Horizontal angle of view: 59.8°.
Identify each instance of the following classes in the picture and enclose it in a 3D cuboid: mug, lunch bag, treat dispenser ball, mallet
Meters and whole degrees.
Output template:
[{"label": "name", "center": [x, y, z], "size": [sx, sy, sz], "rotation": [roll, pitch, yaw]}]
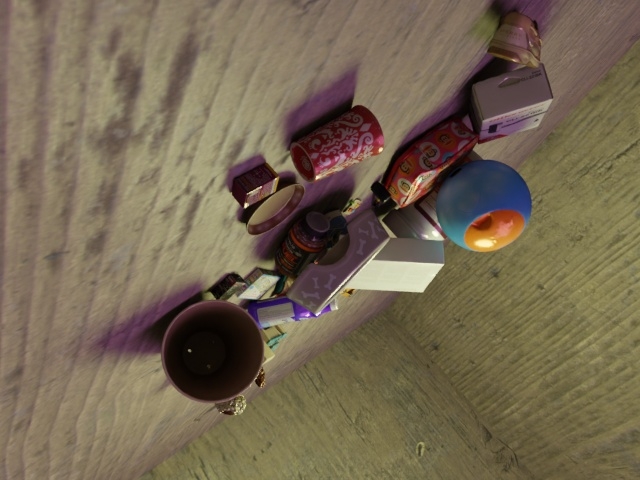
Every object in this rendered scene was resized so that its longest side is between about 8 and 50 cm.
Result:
[{"label": "mug", "center": [0.029, -0.185, 1.162], "size": [0.169, 0.113, 0.150], "rotation": [-30, 160, -22]}, {"label": "lunch bag", "center": [0.337, -0.228, 1.734], "size": [0.293, 0.120, 0.258], "rotation": [-34, 164, -24]}, {"label": "treat dispenser ball", "center": [0.507, -0.109, 1.741], "size": [0.288, 0.288, 0.288], "rotation": [-37, 164, -13]}, {"label": "mallet", "center": [0.191, -0.126, 1.776], "size": [0.039, 0.062, 0.189], "rotation": [-40, 165, -8]}]

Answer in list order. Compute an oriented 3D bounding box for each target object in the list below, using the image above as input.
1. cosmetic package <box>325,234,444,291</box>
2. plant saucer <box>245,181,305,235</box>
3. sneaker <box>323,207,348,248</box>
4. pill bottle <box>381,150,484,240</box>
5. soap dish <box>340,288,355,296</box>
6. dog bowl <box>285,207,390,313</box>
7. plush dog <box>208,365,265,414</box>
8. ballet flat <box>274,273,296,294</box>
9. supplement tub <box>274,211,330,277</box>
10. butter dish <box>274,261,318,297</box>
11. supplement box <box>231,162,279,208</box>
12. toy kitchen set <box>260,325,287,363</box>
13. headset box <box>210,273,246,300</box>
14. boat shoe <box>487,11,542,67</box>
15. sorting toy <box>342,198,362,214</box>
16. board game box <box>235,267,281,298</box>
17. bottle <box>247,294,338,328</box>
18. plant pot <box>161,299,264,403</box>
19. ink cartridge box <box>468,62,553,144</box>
[{"label": "cosmetic package", "center": [0.204, 0.085, 1.927], "size": [0.377, 0.097, 0.284], "rotation": [3, 153, -4]}, {"label": "plant saucer", "center": [-0.108, -0.078, 1.275], "size": [0.168, 0.029, 0.168], "rotation": [-36, 164, -12]}, {"label": "sneaker", "center": [0.000, 0.000, 1.638], "size": [0.211, 0.081, 0.080], "rotation": [-48, 165, 28]}, {"label": "pill bottle", "center": [0.426, -0.138, 1.991], "size": [0.392, 0.224, 0.224], "rotation": [-43, 164, 7]}, {"label": "soap dish", "center": [0.147, 0.098, 2.174], "size": [0.291, 0.118, 0.229], "rotation": [-42, 164, 1]}, {"label": "dog bowl", "center": [0.058, 0.068, 1.580], "size": [0.349, 0.102, 0.349], "rotation": [-45, 172, -8]}, {"label": "plush dog", "center": [-0.310, 0.438, 1.922], "size": [0.225, 0.262, 0.210], "rotation": [-36, -160, 20]}, {"label": "ballet flat", "center": [-0.091, 0.127, 1.739], "size": [0.206, 0.067, 0.073], "rotation": [128, -27, -62]}, {"label": "supplement tub", "center": [-0.046, 0.009, 1.514], "size": [0.106, 0.106, 0.198], "rotation": [-26, 158, -43]}, {"label": "butter dish", "center": [-0.059, 0.173, 1.899], "size": [0.160, 0.118, 0.160], "rotation": [-26, 159, -41]}, {"label": "supplement box", "center": [-0.130, -0.110, 1.111], "size": [0.083, 0.043, 0.055], "rotation": [-32, 163, -30]}, {"label": "toy kitchen set", "center": [-0.225, 0.439, 2.221], "size": [0.207, 0.122, 0.166], "rotation": [-17, 152, -55]}, {"label": "headset box", "center": [-0.244, 0.124, 1.495], "size": [0.083, 0.032, 0.062], "rotation": [-41, 164, 7]}, {"label": "boat shoe", "center": [0.498, -0.498, 1.379], "size": [0.341, 0.122, 0.110], "rotation": [-36, 146, -63]}, {"label": "sorting toy", "center": [0.097, -0.102, 1.713], "size": [0.062, 0.012, 0.083], "rotation": [-44, 164, 11]}, {"label": "board game box", "center": [-0.187, 0.131, 1.657], "size": [0.103, 0.026, 0.154], "rotation": [-43, 164, 6]}, {"label": "bottle", "center": [-0.086, 0.216, 1.787], "size": [0.283, 0.092, 0.118], "rotation": [-12, 168, 6]}, {"label": "plant pot", "center": [-0.304, 0.305, 1.520], "size": [0.256, 0.256, 0.274], "rotation": [-35, 179, -21]}, {"label": "ink cartridge box", "center": [0.551, -0.395, 1.640], "size": [0.197, 0.114, 0.273], "rotation": [-16, 171, 11]}]
